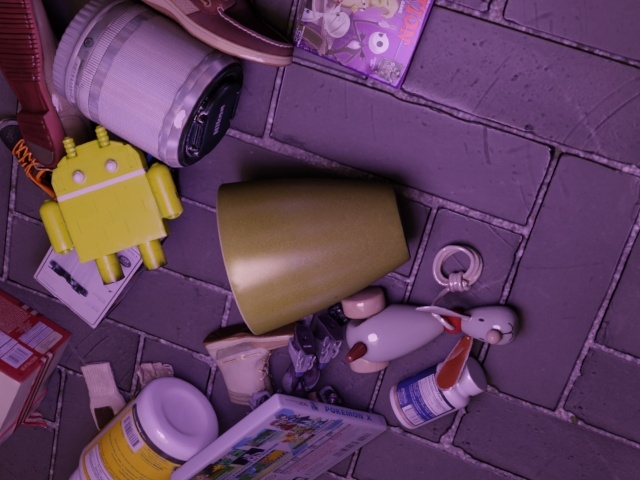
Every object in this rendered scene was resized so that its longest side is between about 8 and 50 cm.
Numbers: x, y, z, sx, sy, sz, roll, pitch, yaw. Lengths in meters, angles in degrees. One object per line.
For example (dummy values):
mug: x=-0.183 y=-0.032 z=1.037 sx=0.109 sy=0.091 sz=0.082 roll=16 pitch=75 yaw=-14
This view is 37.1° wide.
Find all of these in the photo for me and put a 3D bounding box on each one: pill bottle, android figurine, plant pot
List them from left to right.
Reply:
android figurine: x=-0.374 y=-0.065 z=1.695 sx=0.248 sy=0.056 sz=0.273 roll=-16 pitch=98 yaw=5
pill bottle: x=-0.375 y=0.443 z=1.969 sx=0.188 sy=0.188 sz=0.334 roll=44 pitch=118 yaw=-4
plant pot: x=0.000 y=0.000 z=1.665 sx=0.293 sy=0.275 sz=0.275 roll=-13 pitch=109 yaw=7
pill bottle: x=0.223 y=0.282 z=1.793 sx=0.169 sy=0.094 sz=0.094 roll=-30 pitch=101 yaw=27

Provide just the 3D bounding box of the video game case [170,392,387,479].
video game case: x=-0.081 y=0.414 z=1.879 sx=0.300 sy=0.036 sz=0.329 roll=21 pitch=130 yaw=-42

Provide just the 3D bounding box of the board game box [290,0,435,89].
board game box: x=0.096 y=-0.441 z=1.539 sx=0.208 sy=0.056 sz=0.347 roll=21 pitch=118 yaw=3

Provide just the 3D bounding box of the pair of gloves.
pair of gloves: x=-0.397 y=0.355 z=2.059 sx=0.240 sy=0.042 sz=0.204 roll=-2 pitch=112 yaw=18

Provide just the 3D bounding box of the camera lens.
camera lens: x=-0.287 y=-0.270 z=1.634 sx=0.274 sy=0.219 sz=0.219 roll=30 pitch=119 yaw=8

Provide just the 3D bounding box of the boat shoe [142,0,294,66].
boat shoe: x=-0.180 y=-0.410 z=1.600 sx=0.342 sy=0.123 sz=0.123 roll=34 pitch=113 yaw=14

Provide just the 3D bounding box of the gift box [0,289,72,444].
gift box: x=-0.695 y=0.296 z=2.011 sx=0.276 sy=0.255 sz=0.258 roll=35 pitch=117 yaw=5

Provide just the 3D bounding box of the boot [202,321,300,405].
boot: x=-0.113 y=0.244 z=1.898 sx=0.213 sy=0.077 sz=0.165 roll=-11 pitch=111 yaw=23

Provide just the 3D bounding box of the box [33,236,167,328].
box: x=-0.432 y=0.030 z=1.859 sx=0.169 sy=0.087 sz=0.290 roll=40 pitch=134 yaw=-2

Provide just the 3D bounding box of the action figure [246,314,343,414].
action figure: x=-0.043 y=0.277 z=1.833 sx=0.099 sy=0.185 sz=0.285 roll=54 pitch=139 yaw=39

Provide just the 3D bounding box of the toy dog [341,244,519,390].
toy dog: x=0.172 y=0.169 z=1.720 sx=0.333 sy=0.161 sz=0.220 roll=-25 pitch=104 yaw=26

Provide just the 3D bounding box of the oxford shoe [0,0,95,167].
oxford shoe: x=-0.501 y=-0.317 z=1.749 sx=0.123 sy=0.130 sz=0.348 roll=17 pitch=125 yaw=34

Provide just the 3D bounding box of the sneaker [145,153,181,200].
sneaker: x=-0.296 y=-0.108 z=1.801 sx=0.090 sy=0.081 sz=0.232 roll=32 pitch=126 yaw=-1

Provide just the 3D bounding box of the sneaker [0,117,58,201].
sneaker: x=-0.547 y=-0.156 z=1.856 sx=0.215 sy=0.083 sz=0.084 roll=40 pitch=121 yaw=-1

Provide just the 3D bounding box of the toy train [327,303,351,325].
toy train: x=0.005 y=0.098 z=1.821 sx=0.036 sy=0.027 sz=0.158 roll=-25 pitch=104 yaw=37
